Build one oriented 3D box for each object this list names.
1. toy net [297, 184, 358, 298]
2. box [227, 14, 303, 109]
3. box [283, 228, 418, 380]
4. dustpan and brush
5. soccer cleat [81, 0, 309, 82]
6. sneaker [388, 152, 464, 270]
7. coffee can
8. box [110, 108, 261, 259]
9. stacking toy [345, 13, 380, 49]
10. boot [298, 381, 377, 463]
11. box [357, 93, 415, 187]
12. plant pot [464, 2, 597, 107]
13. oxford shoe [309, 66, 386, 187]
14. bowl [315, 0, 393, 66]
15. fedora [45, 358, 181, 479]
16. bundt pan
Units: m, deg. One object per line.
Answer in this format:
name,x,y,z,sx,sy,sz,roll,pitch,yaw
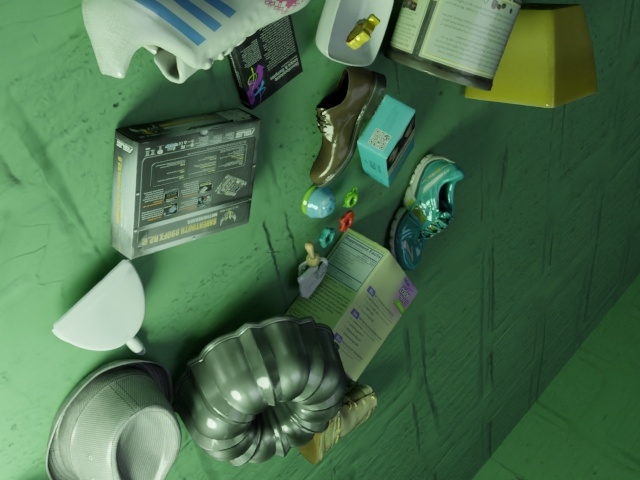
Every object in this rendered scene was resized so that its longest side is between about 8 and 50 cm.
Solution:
toy net,0.000,0.000,1.474,0.122,0.045,0.232,-14,127,-49
box,-0.088,-0.292,1.147,0.116,0.029,0.162,-41,141,-24
box,0.065,0.137,1.593,0.243,0.117,0.213,-53,146,-8
dustpan and brush,-0.309,0.128,1.167,0.147,0.060,0.211,-46,137,-18
soccer cleat,-0.149,-0.282,0.992,0.331,0.116,0.143,-16,113,-36
sneaker,0.231,-0.052,1.671,0.107,0.110,0.276,-10,123,-49
coffee can,0.249,-0.423,1.329,0.201,0.201,0.276,-4,118,-51
box,-0.197,-0.089,1.135,0.231,0.056,0.183,-20,131,-43
stacking toy,0.051,-0.425,1.146,0.167,0.052,0.221,36,78,-24
boot,0.047,0.375,1.769,0.203,0.095,0.262,-28,137,-38
box,0.123,-0.176,1.397,0.101,0.060,0.244,-59,171,-3
plant pot,0.452,-0.401,1.622,0.212,0.212,0.187,-23,120,-42
oxford shoe,0.022,-0.200,1.335,0.096,0.083,0.227,14,111,-27
bowl,0.050,-0.363,1.251,0.142,0.053,0.142,-5,119,-50
fedora,-0.312,0.328,1.243,0.243,0.124,0.276,-21,130,-43
bundt pan,-0.096,0.291,1.390,0.330,0.124,0.331,-16,138,-15
